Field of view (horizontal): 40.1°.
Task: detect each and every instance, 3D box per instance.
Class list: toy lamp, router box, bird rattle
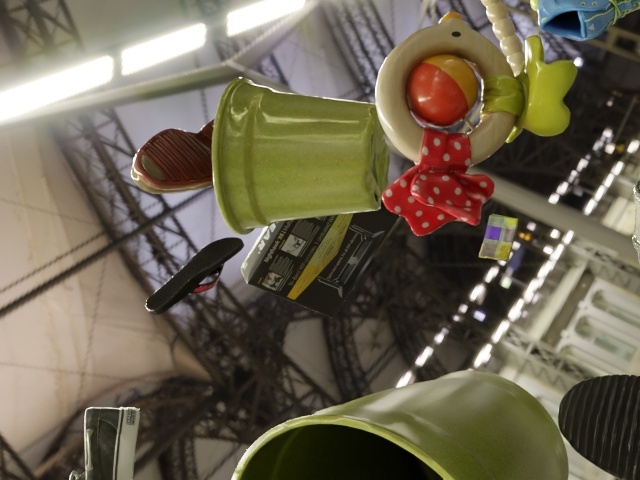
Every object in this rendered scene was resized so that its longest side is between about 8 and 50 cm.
[{"bbox_3d":[0.256,-0.319,1.248,0.080,0.274,0.080,-23,3,1],"label":"toy lamp"},{"bbox_3d":[0.000,0.000,1.990,0.243,0.081,0.309,25,-73,-27],"label":"router box"},{"bbox_3d":[0.152,-0.140,0.999,0.253,0.207,0.143,-42,-1,0],"label":"bird rattle"}]

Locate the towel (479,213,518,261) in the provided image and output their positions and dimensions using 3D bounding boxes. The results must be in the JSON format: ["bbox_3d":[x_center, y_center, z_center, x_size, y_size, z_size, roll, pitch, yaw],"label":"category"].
[{"bbox_3d":[0.318,-0.004,1.564,0.009,0.060,0.083,22,-96,-50],"label":"towel"}]

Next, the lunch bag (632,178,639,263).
[{"bbox_3d":[0.597,-0.008,1.232,0.305,0.212,0.256,-35,-51,-30],"label":"lunch bag"}]

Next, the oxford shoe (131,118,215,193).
[{"bbox_3d":[-0.243,-0.124,1.575,0.130,0.123,0.348,-42,-5,25],"label":"oxford shoe"}]

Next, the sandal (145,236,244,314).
[{"bbox_3d":[-0.189,0.058,1.350,0.179,0.067,0.040,-40,-60,-11],"label":"sandal"}]

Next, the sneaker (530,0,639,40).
[{"bbox_3d":[0.415,-0.332,1.226,0.091,0.240,0.126,58,-144,-49],"label":"sneaker"}]

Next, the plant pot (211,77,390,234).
[{"bbox_3d":[-0.018,-0.144,1.509,0.276,0.254,0.276,1,-90,-75],"label":"plant pot"}]

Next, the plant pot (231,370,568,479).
[{"bbox_3d":[0.137,0.327,1.076,0.353,0.366,0.366,-19,-47,-54],"label":"plant pot"}]

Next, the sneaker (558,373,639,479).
[{"bbox_3d":[0.417,0.241,0.926,0.122,0.330,0.146,-64,-29,-24],"label":"sneaker"}]

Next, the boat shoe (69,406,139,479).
[{"bbox_3d":[-0.369,0.420,1.465,0.113,0.105,0.306,-109,28,-66],"label":"boat shoe"}]
